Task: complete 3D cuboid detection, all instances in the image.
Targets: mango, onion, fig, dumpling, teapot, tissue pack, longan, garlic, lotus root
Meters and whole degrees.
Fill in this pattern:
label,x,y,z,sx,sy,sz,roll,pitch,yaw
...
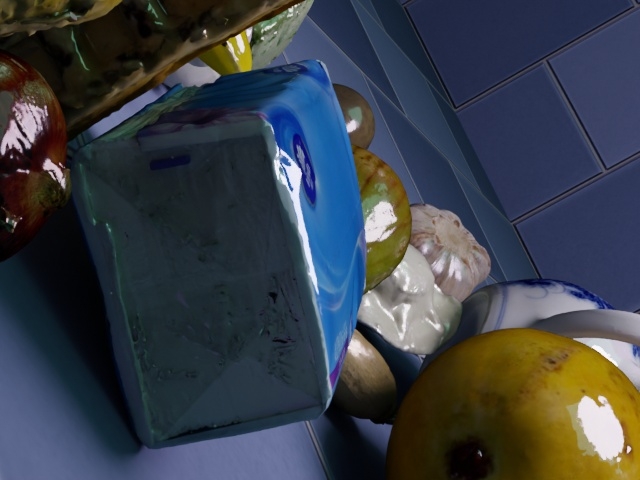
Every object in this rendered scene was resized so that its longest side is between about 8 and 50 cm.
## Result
label,x,y,z,sx,sy,sz,roll,pitch,yaw
mango,0.219,0.276,1.239,0.446,0.232,0.300,57,33,-31
onion,-0.178,-0.045,0.710,0.118,0.117,0.118,18,33,-12
fig,0.000,0.000,1.232,0.151,0.151,0.259,59,17,-9
dumpling,0.060,0.057,1.443,0.169,0.100,0.134,49,32,-24
teapot,0.255,0.180,1.484,0.280,0.424,0.252,32,56,-9
tissue pack,-0.053,-0.004,0.940,0.263,0.146,0.198,-60,139,-73
longan,0.007,-0.139,1.653,0.119,0.106,0.106,10,37,-19
garlic,0.137,0.022,1.769,0.159,0.102,0.147,5,55,-46
lotus root,0.027,0.119,1.246,0.150,0.062,0.073,53,-8,-34

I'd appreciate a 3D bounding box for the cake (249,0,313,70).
label,x,y,z,sx,sy,sz,roll,pitch,yaw
cake,-0.112,-0.277,1.372,0.099,0.100,0.235,-33,80,-34

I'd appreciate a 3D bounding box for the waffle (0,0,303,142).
label,x,y,z,sx,sy,sz,roll,pitch,yaw
waffle,-0.174,-0.274,0.887,0.376,0.261,0.114,59,8,-7

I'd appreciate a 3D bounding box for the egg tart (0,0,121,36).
label,x,y,z,sx,sy,sz,roll,pitch,yaw
egg tart,-0.176,-0.165,0.718,0.279,0.279,0.095,-90,175,-65

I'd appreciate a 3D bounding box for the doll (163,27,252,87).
label,x,y,z,sx,sy,sz,roll,pitch,yaw
doll,-0.127,-0.212,1.239,0.252,0.111,0.237,55,-13,-4
